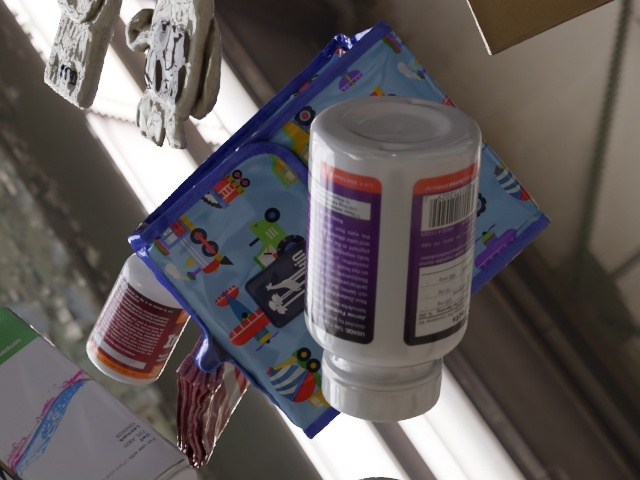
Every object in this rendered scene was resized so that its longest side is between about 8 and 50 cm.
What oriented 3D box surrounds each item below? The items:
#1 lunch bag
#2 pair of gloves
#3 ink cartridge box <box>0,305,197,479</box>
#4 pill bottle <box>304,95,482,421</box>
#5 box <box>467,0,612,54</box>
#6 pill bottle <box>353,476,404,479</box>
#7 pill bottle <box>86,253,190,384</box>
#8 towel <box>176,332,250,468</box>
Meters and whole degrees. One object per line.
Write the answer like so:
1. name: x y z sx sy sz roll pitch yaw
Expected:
1. lunch bag: 0.000 0.000 1.431 0.293 0.221 0.138 -44 11 -12
2. pair of gloves: -0.149 -0.193 1.444 0.042 0.240 0.204 -4 -69 -38
3. ink cartridge box: -0.234 0.221 1.627 0.117 0.278 0.201 -39 -37 -24
4. pill bottle: 0.044 0.014 1.110 0.108 0.108 0.193 -18 -57 -37
5. box: 0.205 -0.310 1.735 0.164 0.201 0.021 -24 -3 11
6. pill bottle: -0.008 0.221 0.881 0.117 0.117 0.215 -8 -32 -50
7. pill bottle: -0.177 0.068 1.798 0.086 0.086 0.152 -6 -50 -52
8. towel: -0.034 0.045 1.614 0.329 0.037 0.237 -56 -10 -23
